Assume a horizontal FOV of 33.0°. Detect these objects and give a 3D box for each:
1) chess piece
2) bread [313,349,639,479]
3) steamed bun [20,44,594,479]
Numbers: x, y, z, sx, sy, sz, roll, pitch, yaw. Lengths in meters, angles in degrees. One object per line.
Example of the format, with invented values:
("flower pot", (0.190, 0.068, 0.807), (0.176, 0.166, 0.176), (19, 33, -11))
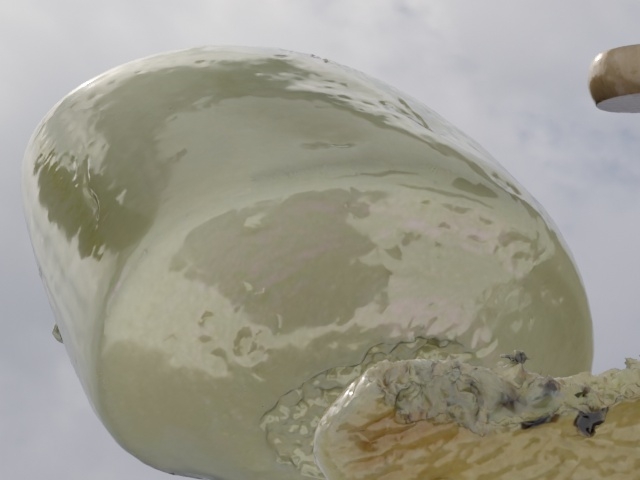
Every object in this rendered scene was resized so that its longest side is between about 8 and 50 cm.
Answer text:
("chess piece", (0.230, -0.113, 0.758), (0.083, 0.083, 0.038), (3, -93, -15))
("bread", (0.101, 0.144, 0.538), (0.250, 0.182, 0.039), (4, -161, -19))
("steamed bun", (0.000, 0.000, 0.914), (0.455, 0.290, 0.371), (13, -154, -30))
